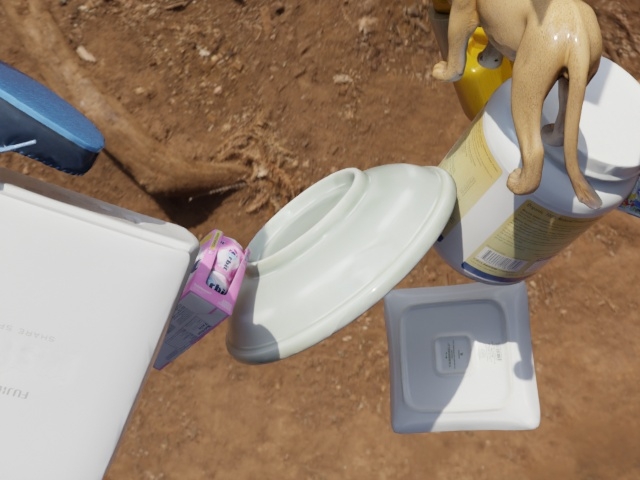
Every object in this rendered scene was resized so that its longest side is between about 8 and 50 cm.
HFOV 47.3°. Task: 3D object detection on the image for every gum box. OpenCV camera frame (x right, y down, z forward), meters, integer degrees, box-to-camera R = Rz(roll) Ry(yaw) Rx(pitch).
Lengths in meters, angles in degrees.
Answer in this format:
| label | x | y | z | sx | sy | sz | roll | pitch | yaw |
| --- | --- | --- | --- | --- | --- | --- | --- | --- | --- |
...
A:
| label | x | y | z | sx | sy | sz | roll | pitch | yaw |
| --- | --- | --- | --- | --- | --- | --- | --- | --- | --- |
| gum box | -0.170 | 0.076 | 0.938 | 0.062 | 0.107 | 0.188 | 35 | 131 | -21 |

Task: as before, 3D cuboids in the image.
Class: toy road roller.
| label | x | y | z | sx | sy | sz | roll | pitch | yaw |
| --- | --- | --- | --- | --- | --- | --- | --- | --- | --- |
| toy road roller | 0.317 | -0.363 | 1.430 | 0.240 | 0.330 | 0.202 | -43 | 131 | -16 |

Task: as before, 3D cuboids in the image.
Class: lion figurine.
| label | x | y | z | sx | sy | sz | roll | pitch | yaw |
| --- | --- | --- | --- | --- | --- | --- | --- | --- | --- |
| lion figurine | 0.218 | -0.239 | 0.793 | 0.142 | 0.392 | 0.240 | -15 | 140 | -19 |

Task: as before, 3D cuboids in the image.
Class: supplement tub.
| label | x | y | z | sx | sy | sz | roll | pitch | yaw |
| --- | --- | --- | --- | --- | --- | --- | --- | --- | --- |
| supplement tub | 0.302 | -0.096 | 1.047 | 0.228 | 0.228 | 0.316 | 24 | 145 | -6 |

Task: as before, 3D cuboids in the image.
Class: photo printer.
| label | x | y | z | sx | sy | sz | roll | pitch | yaw |
| --- | --- | --- | --- | --- | --- | --- | --- | --- | --- |
| photo printer | -0.283 | 0.098 | 0.667 | 0.256 | 0.107 | 0.307 | 20 | 100 | -22 |

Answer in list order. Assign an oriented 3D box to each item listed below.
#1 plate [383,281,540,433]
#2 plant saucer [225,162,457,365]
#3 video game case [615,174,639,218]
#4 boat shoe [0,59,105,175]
| label | x | y | z | sx | sy | sz | roll | pitch | yaw |
| --- | --- | --- | --- | --- | --- | --- | --- | --- | --- |
| plate | 0.252 | 0.214 | 1.358 | 0.278 | 0.045 | 0.277 | -7 | 75 | 20 |
| plant saucer | 0.000 | 0.000 | 1.032 | 0.401 | 0.400 | 0.100 | -32 | 108 | 22 |
| video game case | 0.488 | -0.070 | 1.069 | 0.122 | 0.011 | 0.087 | 20 | 82 | -2 |
| boat shoe | -0.303 | -0.115 | 0.579 | 0.258 | 0.109 | 0.089 | 29 | 102 | -12 |
